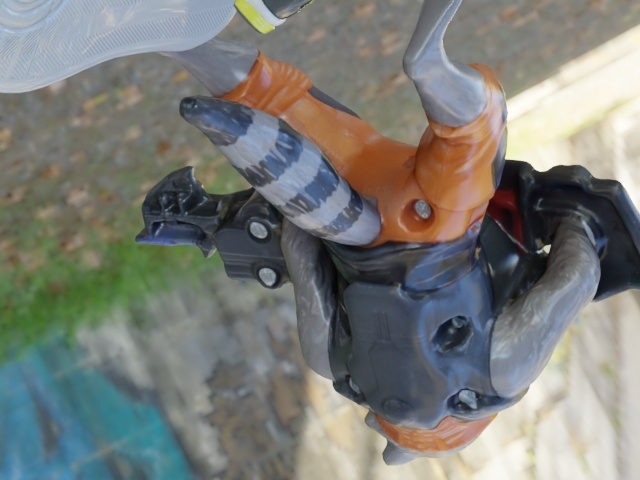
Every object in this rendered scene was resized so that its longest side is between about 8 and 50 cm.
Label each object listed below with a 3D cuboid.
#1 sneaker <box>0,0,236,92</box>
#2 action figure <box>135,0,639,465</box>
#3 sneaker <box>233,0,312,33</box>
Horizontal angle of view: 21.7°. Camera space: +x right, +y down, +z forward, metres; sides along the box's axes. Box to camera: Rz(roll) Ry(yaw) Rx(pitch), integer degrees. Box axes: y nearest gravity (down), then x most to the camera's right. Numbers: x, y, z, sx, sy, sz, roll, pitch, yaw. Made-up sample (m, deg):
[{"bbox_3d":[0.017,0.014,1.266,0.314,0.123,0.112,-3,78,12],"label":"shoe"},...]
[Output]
[{"bbox_3d":[-0.131,-0.118,0.663,0.217,0.121,0.079,-12,127,-61],"label":"sneaker"},{"bbox_3d":[0.000,0.000,0.911,0.341,0.330,0.178,-2,-138,30],"label":"action figure"},{"bbox_3d":[-0.004,-0.099,0.524,0.035,0.083,0.031,-15,139,28],"label":"sneaker"}]
